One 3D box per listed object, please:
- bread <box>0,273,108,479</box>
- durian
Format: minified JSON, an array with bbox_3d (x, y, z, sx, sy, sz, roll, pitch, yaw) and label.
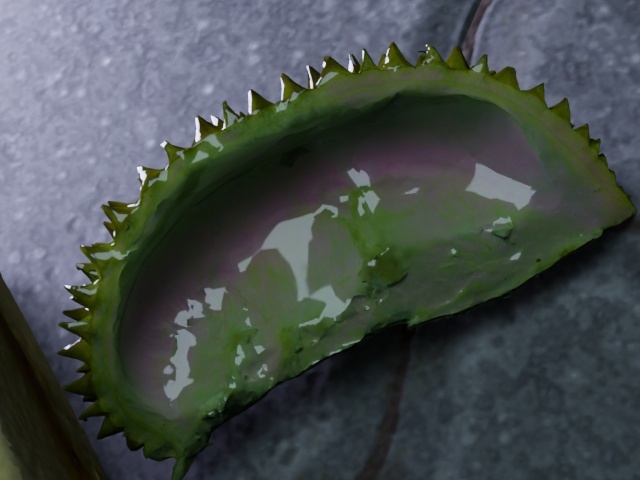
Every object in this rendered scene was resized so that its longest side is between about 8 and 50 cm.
[{"bbox_3d":[-0.256,0.112,1.040,0.242,0.345,0.405,-30,61,1],"label":"bread"},{"bbox_3d":[0.000,0.000,1.089,0.352,0.158,0.169,-29,64,1],"label":"durian"}]
